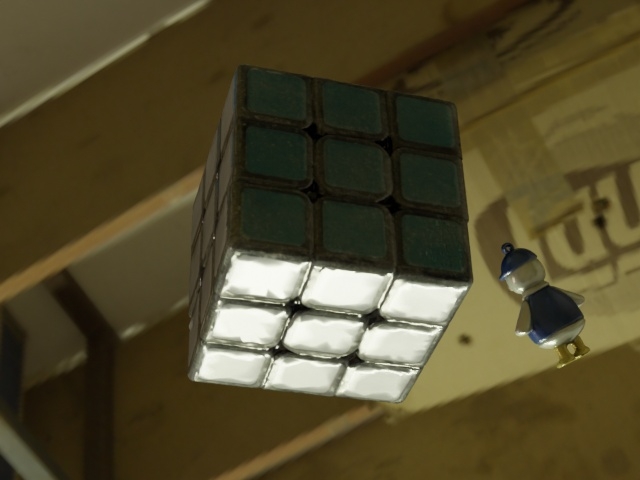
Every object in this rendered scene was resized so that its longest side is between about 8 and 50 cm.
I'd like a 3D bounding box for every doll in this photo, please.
[{"bbox_3d":[0.230,0.063,1.343,0.098,0.143,0.057,-25,168,-32],"label":"doll"}]

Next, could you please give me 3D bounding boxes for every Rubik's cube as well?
[{"bbox_3d":[0.000,0.000,1.640,0.301,0.304,0.305,8,-130,-13],"label":"Rubik's cube"}]
